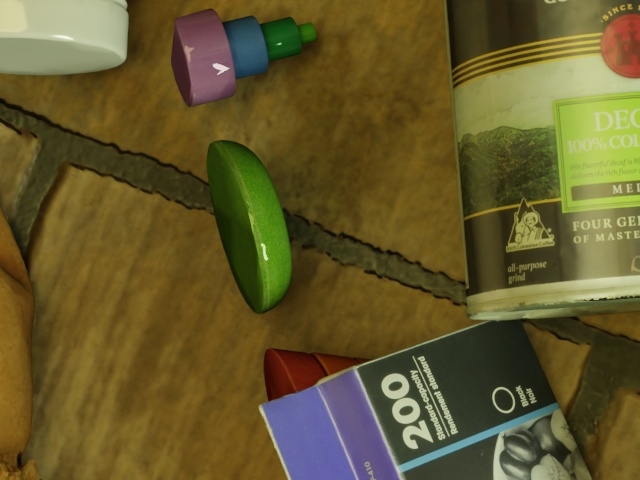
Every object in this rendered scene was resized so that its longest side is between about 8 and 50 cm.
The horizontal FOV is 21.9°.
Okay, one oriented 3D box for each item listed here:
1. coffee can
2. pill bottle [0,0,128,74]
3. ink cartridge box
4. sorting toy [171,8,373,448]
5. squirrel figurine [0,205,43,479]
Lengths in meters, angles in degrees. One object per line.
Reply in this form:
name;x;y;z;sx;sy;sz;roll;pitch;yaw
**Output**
coffee can;0.184;-0.093;1.088;0.201;0.201;0.275;-6;84;12
pill bottle;-0.208;-0.296;1.198;0.188;0.188;0.334;0;85;12
ink cartridge box;0.087;0.169;1.102;0.208;0.045;0.206;-17;79;-33
sorting toy;0.000;0.000;1.183;0.126;0.127;0.365;-15;83;-13
squirrel figurine;-0.339;0.131;1.093;0.281;0.370;0.397;-32;79;7
